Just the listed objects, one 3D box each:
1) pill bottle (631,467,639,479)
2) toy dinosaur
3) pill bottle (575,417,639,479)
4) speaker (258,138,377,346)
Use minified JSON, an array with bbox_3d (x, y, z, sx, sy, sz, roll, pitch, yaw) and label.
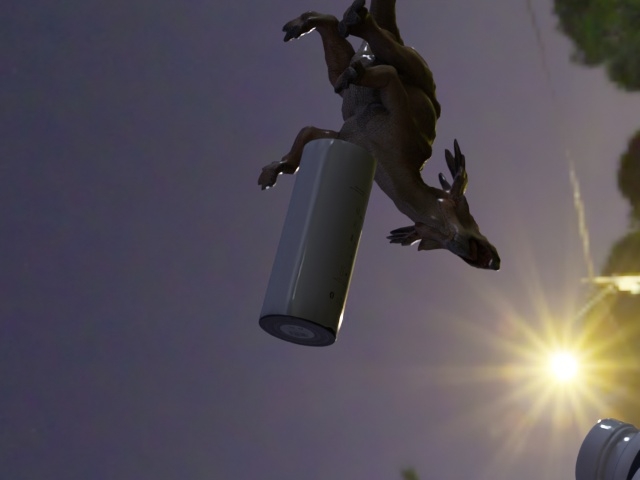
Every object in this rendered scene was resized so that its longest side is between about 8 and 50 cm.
[{"bbox_3d":[0.275,0.249,0.893,0.245,0.136,0.136,-67,-16,16],"label":"pill bottle"},{"bbox_3d":[0.068,-0.108,1.065,0.200,0.127,0.295,24,-123,-32],"label":"toy dinosaur"},{"bbox_3d":[0.335,0.233,1.117,0.108,0.180,0.108,-15,-68,-40],"label":"pill bottle"},{"bbox_3d":[0.000,0.000,0.815,0.055,0.055,0.136,52,-134,-56],"label":"speaker"}]
